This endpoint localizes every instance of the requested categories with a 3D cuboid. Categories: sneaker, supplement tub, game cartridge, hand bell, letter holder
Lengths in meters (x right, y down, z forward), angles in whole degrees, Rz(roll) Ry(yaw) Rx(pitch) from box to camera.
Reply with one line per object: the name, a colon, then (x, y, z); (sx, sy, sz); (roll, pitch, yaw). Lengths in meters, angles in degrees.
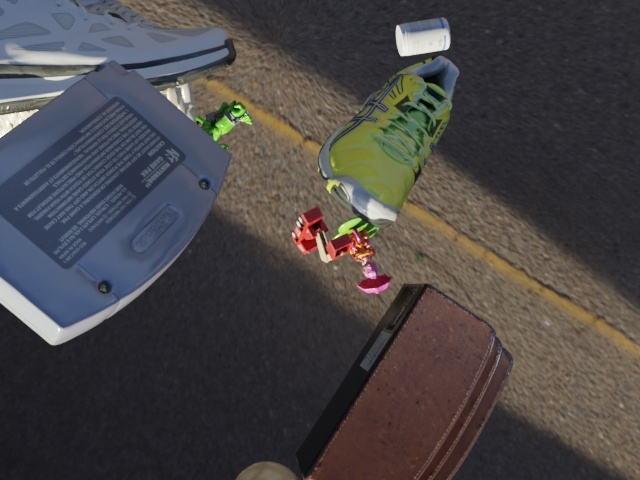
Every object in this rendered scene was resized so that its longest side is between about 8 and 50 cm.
sneaker: (0.108, -0.164, 1.234); (0.145, 0.385, 0.147); (35, 127, -10)
supplement tub: (0.223, -0.442, 1.837); (0.107, 0.071, 0.071); (-9, 103, -4)
game cartridge: (-0.222, -0.043, 0.833); (0.198, 0.297, 0.062); (45, 136, -8)
sneaker: (-0.345, -0.318, 1.157); (0.447, 0.169, 0.258); (-11, 99, -17)
hand bell: (-0.120, 0.342, 1.038); (0.126, 0.242, 0.126); (-5, 77, 23)
letter holder: (0.138, 0.242, 1.170); (0.214, 0.152, 0.302); (34, 84, -3)

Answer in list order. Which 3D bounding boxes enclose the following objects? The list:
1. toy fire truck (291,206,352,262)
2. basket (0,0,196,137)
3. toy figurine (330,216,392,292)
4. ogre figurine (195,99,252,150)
toy fire truck: (0.000, 0.000, 1.889); (0.047, 0.192, 0.135); (-26, 75, -22)
basket: (-0.425, -0.221, 1.545); (0.328, 0.266, 0.331); (-34, 141, -33)
toy figurine: (0.110, 0.044, 1.984); (0.130, 0.173, 0.159); (-23, 69, -4)
ogre figurine: (-0.224, -0.242, 1.814); (0.118, 0.197, 0.097); (-45, 125, -11)
